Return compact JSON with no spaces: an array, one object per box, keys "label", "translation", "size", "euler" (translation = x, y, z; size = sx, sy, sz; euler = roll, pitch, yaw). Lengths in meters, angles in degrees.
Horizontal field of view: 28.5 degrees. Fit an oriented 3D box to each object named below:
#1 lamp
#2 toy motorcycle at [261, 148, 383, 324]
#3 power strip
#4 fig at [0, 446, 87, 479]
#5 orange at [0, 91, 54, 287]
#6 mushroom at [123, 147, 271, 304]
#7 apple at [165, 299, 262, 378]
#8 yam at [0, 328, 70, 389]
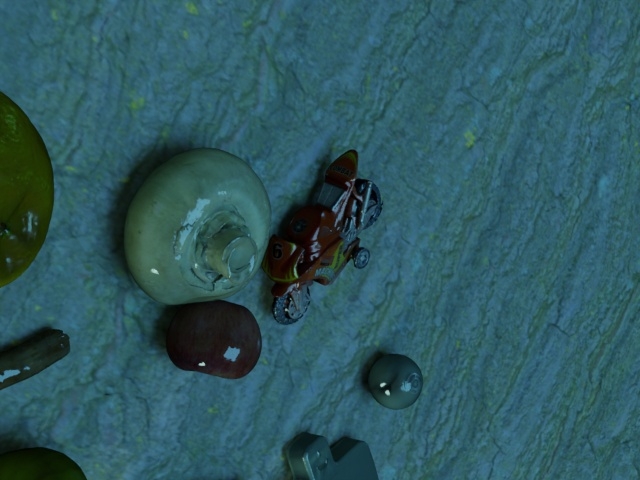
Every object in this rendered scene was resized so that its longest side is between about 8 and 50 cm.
[{"label":"lamp","translation":[0.140,0.263,2.350],"size":[0.105,0.105,0.105],"euler":[-19,118,-39]},{"label":"toy motorcycle","translation":[0.000,0.001,2.115],"size":[0.298,0.089,0.171],"euler":[-54,134,-15]},{"label":"power strip","translation":[-0.004,0.444,2.288],"size":[0.265,0.059,0.193],"euler":[-35,117,-42]},{"label":"fig","translation":[-0.409,0.392,1.789],"size":[0.230,0.207,0.207],"euler":[-10,116,-75]},{"label":"orange","translation":[-0.454,-0.056,1.533],"size":[0.279,0.235,0.279],"euler":[-26,131,-35]},{"label":"mushroom","translation":[-0.171,-0.007,1.864],"size":[0.246,0.202,0.246],"euler":[-20,127,-30]},{"label":"apple","translation":[-0.164,0.152,1.970],"size":[0.153,0.153,0.119],"euler":[17,81,-47]},{"label":"yam","translation":[-0.457,0.189,1.760],"size":[0.241,0.057,0.056],"euler":[-28,124,-35]}]
